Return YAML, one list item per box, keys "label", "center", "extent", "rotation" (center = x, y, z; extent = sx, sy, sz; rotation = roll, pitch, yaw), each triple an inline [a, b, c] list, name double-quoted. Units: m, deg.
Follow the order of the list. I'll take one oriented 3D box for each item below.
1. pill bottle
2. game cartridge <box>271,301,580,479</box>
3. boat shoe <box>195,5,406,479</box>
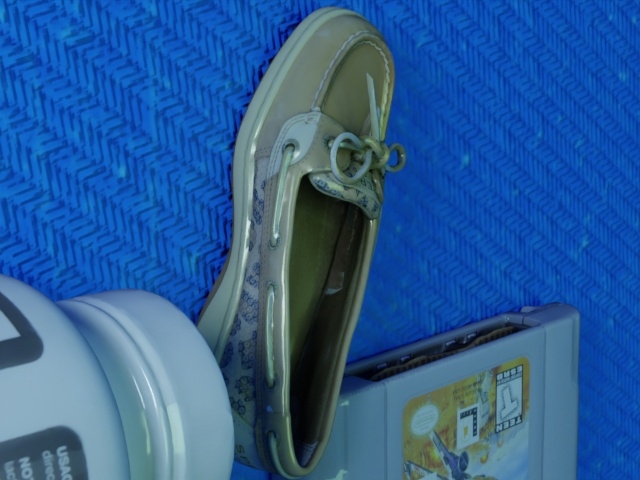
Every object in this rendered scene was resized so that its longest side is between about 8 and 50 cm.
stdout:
- label: "pill bottle"
  center: [-0.196, 0.109, 0.645]
  extent: [0.318, 0.176, 0.176]
  rotation: [-11, 107, -44]
- label: "game cartridge"
  center: [0.086, 0.167, 1.046]
  extent: [0.297, 0.062, 0.198]
  rotation: [-14, 104, -44]
- label: "boat shoe"
  center: [0.000, 0.000, 0.890]
  extent: [0.104, 0.089, 0.285]
  rotation: [17, 86, -46]
